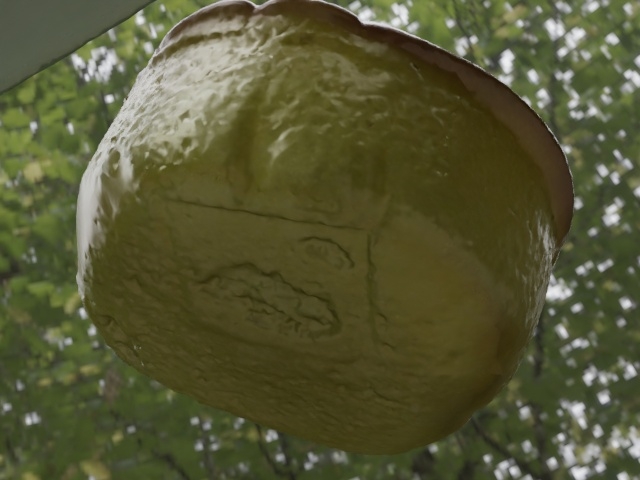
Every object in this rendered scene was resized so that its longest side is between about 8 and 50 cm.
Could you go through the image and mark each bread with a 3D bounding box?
[{"bbox_3d":[0.000,0.000,0.750,0.270,0.148,0.269,14,-36,10],"label":"bread"}]

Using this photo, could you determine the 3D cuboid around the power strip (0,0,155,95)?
[{"bbox_3d":[-0.015,-0.119,0.361,0.385,0.091,0.062,-32,-67,-4],"label":"power strip"}]
